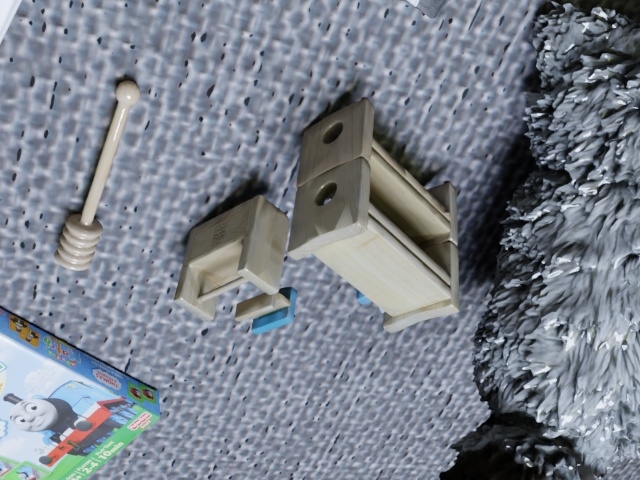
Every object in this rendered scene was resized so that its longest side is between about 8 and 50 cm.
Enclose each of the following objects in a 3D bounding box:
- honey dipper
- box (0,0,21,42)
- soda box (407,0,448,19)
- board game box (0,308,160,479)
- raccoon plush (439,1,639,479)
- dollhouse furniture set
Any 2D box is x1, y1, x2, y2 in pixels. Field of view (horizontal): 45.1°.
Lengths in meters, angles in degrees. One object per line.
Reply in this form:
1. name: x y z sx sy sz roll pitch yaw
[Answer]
1. honey dipper: -0.168 -0.048 0.589 0.030 0.030 0.161 15 119 -25
2. box: -0.179 -0.186 0.372 0.103 0.203 0.114 25 118 -29
3. soda box: 0.024 -0.218 0.501 0.169 0.053 0.060 26 115 -29
4. board game box: -0.279 0.151 0.699 0.160 0.039 0.211 -40 125 15
5. raccoon plush: 0.201 0.033 0.540 0.216 0.446 0.299 6 131 22
6. dollhouse furniture set: 0.000 0.000 0.631 0.183 0.129 0.129 -23 133 34
